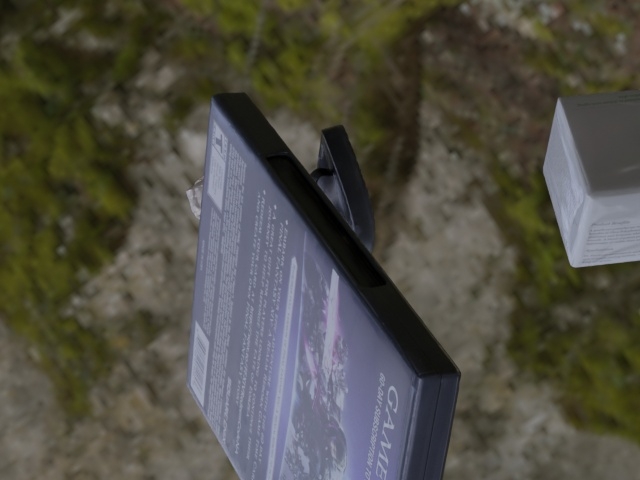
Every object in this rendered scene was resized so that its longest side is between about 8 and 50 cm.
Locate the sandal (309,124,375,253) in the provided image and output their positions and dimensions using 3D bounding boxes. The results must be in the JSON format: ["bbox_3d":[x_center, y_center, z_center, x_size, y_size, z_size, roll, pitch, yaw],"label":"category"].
[{"bbox_3d":[0.000,0.001,1.620,0.254,0.054,0.097,100,153,-54],"label":"sandal"}]

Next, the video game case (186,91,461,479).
[{"bbox_3d":[-0.009,0.072,0.963,0.026,0.196,0.274,-7,-147,-23],"label":"video game case"}]

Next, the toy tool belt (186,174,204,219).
[{"bbox_3d":[-0.080,-0.046,1.751,0.051,0.083,0.052,-7,-99,-69],"label":"toy tool belt"}]

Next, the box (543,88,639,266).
[{"bbox_3d":[0.228,-0.048,1.391,0.087,0.101,0.102,94,167,-52],"label":"box"}]
